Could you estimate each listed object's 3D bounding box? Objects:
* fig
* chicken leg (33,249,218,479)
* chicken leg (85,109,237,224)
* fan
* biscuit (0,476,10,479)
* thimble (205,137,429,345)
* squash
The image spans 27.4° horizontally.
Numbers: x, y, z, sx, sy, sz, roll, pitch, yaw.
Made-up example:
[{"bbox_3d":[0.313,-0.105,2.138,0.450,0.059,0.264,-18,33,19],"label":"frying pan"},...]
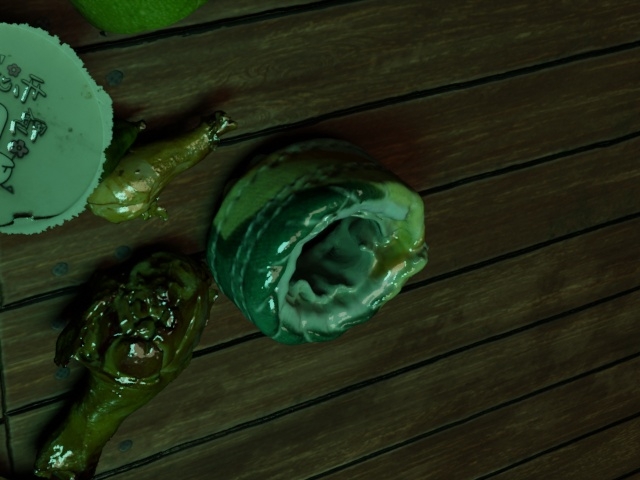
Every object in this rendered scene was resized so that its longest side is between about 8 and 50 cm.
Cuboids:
[{"bbox_3d":[-0.274,-0.107,1.510,0.177,0.117,0.117,-11,128,-48],"label":"fig"},{"bbox_3d":[-0.270,0.170,1.686,0.361,0.140,0.211,-54,143,5],"label":"chicken leg"},{"bbox_3d":[-0.190,-0.087,1.593,0.207,0.085,0.101,-33,131,-9],"label":"chicken leg"},{"bbox_3d":[-0.381,-0.048,1.445,0.233,0.012,0.415,29,108,-3],"label":"fan"},{"bbox_3d":[-0.458,0.447,1.782,0.275,0.052,0.355,12,124,-32],"label":"biscuit"},{"bbox_3d":[0.000,0.000,1.734,0.288,0.167,0.254,-11,127,-32],"label":"thimble"},{"bbox_3d":[-0.211,-0.356,1.369,0.203,0.111,0.289,-36,134,-11],"label":"squash"}]
